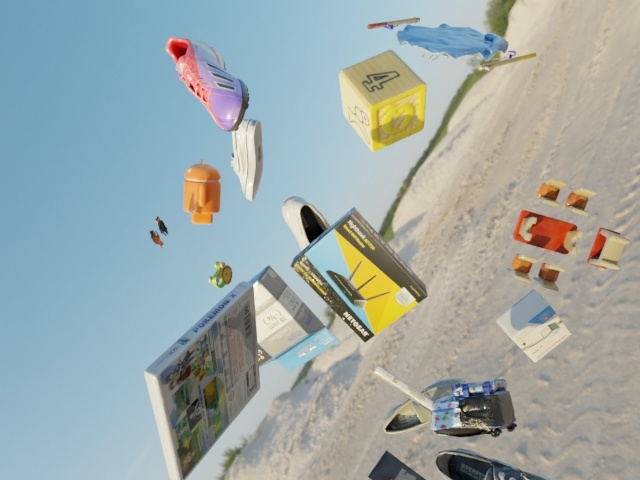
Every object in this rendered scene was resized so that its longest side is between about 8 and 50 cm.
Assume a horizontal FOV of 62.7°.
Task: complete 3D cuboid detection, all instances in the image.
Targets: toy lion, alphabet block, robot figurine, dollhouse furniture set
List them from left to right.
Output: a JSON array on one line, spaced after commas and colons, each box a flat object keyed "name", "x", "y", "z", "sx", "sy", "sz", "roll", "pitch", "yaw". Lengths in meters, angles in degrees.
[{"name": "robot figurine", "x": -0.406, "y": -0.168, "z": 1.804, "sx": 0.158, "sy": 0.128, "sz": 0.220, "roll": -19, "pitch": -64, "yaw": -64}, {"name": "toy lion", "x": -0.345, "y": 0.127, "z": 1.857, "sx": 0.096, "sy": 0.034, "sz": 0.100, "roll": 61, "pitch": -144, "yaw": -46}, {"name": "alphabet block", "x": 0.188, "y": -0.425, "z": 1.602, "sx": 0.193, "sy": 0.197, "sz": 0.192, "roll": -27, "pitch": -32, "yaw": -7}, {"name": "dollhouse furniture set", "x": 0.634, "y": -0.006, "z": 1.363, "sx": 0.135, "sy": 0.258, "sz": 0.262, "roll": -62, "pitch": -11, "yaw": -81}]

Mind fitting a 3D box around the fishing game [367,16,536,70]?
[{"name": "fishing game", "x": 0.216, "y": -0.327, "z": 0.879, "sx": 0.189, "sy": 0.264, "sz": 0.041, "roll": -25, "pitch": -46, "yaw": -34}]

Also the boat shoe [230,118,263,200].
[{"name": "boat shoe", "x": -0.214, "y": -0.233, "z": 1.502, "sx": 0.095, "sy": 0.084, "sz": 0.258, "roll": -66, "pitch": -13, "yaw": -53}]

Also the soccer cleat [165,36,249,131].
[{"name": "soccer cleat", "x": -0.244, "y": -0.335, "z": 1.113, "sx": 0.116, "sy": 0.318, "sz": 0.109, "roll": 13, "pitch": -57, "yaw": -39}]

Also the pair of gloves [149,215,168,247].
[{"name": "pair of gloves", "x": -0.511, "y": -0.026, "z": 1.664, "sx": 0.074, "sy": 0.010, "sz": 0.083, "roll": 67, "pitch": -155, "yaw": -45}]

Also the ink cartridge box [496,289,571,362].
[{"name": "ink cartridge box", "x": 0.611, "y": 0.247, "z": 1.501, "sx": 0.139, "sy": 0.190, "sz": 0.082, "roll": -43, "pitch": 38, "yaw": 9}]

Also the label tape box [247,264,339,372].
[{"name": "label tape box", "x": -0.142, "y": 0.277, "z": 1.630, "sx": 0.240, "sy": 0.334, "sz": 0.106, "roll": -38, "pitch": 11, "yaw": 27}]

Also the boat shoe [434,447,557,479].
[{"name": "boat shoe", "x": 0.355, "y": 0.481, "z": 1.021, "sx": 0.301, "sy": 0.102, "sz": 0.108, "roll": 10, "pitch": 76, "yaw": 53}]

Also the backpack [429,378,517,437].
[{"name": "backpack", "x": 0.328, "y": 0.376, "z": 1.171, "sx": 0.158, "sy": 0.173, "sz": 0.117, "roll": 18, "pitch": -120, "yaw": -54}]

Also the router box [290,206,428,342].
[{"name": "router box", "x": 0.061, "y": 0.056, "z": 0.833, "sx": 0.133, "sy": 0.179, "sz": 0.046, "roll": -41, "pitch": 11, "yaw": 18}]

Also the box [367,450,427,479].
[{"name": "box", "x": 0.219, "y": 0.666, "z": 1.410, "sx": 0.093, "sy": 0.158, "sz": 0.156, "roll": -48, "pitch": -31, "yaw": -23}]

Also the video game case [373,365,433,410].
[{"name": "video game case", "x": 0.250, "y": 0.440, "z": 1.555, "sx": 0.026, "sy": 0.206, "sz": 0.227, "roll": -56, "pitch": -12, "yaw": -10}]

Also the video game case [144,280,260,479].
[{"name": "video game case", "x": -0.228, "y": 0.295, "z": 1.107, "sx": 0.300, "sy": 0.036, "sz": 0.329, "roll": -45, "pitch": -35, "yaw": -48}]

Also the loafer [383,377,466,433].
[{"name": "loafer", "x": 0.343, "y": 0.551, "z": 1.719, "sx": 0.319, "sy": 0.112, "sz": 0.111, "roll": -39, "pitch": -10, "yaw": 23}]

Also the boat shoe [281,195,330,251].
[{"name": "boat shoe", "x": 0.000, "y": 0.000, "z": 1.353, "sx": 0.096, "sy": 0.268, "sz": 0.088, "roll": -37, "pitch": 28, "yaw": -18}]
